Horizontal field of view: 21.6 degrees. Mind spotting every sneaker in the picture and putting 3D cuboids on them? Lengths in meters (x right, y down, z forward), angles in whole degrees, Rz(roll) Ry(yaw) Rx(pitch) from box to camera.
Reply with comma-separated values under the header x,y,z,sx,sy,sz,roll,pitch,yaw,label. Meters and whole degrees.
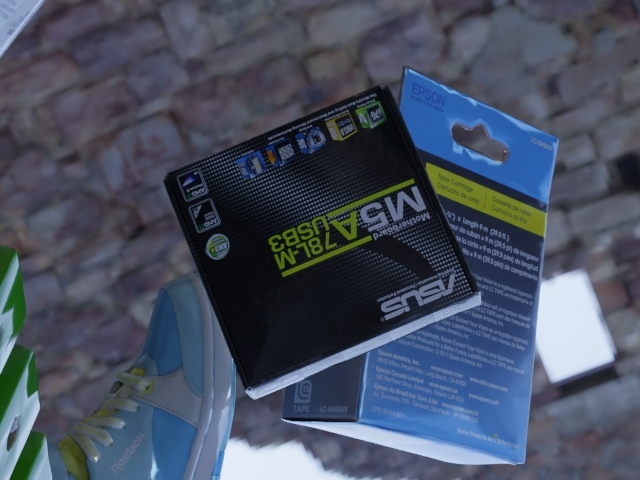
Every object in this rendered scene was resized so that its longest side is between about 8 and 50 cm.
x,y,z,sx,sy,sz,roll,pitch,yaw,label
-0.194,0.174,1.469,0.208,0.319,0.127,11,171,-21,sneaker

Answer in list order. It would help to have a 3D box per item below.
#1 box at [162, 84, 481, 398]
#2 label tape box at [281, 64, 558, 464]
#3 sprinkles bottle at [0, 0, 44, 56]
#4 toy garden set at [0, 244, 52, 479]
x,y,z,sx,sy,sz,roll,pitch,yaw,label
0.000,0.000,1.272,0.191,0.184,0.045,-22,161,1,box
0.102,0.032,1.615,0.106,0.333,0.241,-6,161,45,label tape box
-0.241,-0.166,1.080,0.355,0.121,0.121,-50,-170,7,sprinkles bottle
-0.163,0.145,0.633,0.049,0.244,0.203,14,-126,6,toy garden set
